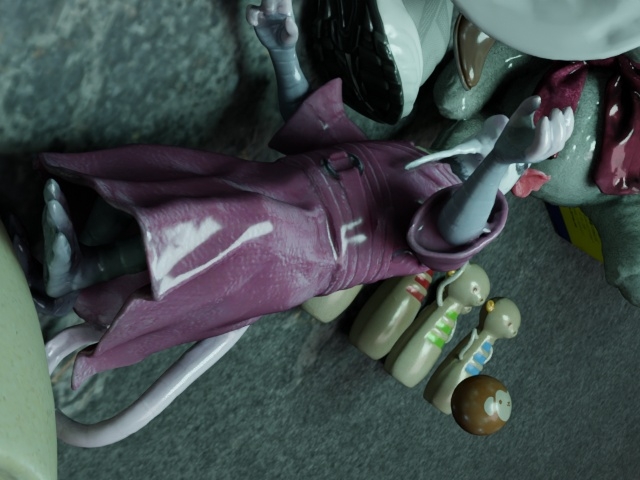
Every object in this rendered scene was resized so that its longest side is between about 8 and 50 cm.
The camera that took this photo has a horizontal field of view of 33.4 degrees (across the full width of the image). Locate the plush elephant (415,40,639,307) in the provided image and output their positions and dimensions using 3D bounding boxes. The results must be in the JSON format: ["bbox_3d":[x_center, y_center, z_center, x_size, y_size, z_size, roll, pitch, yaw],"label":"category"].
[{"bbox_3d":[0.251,-0.148,0.899,0.330,0.271,0.255,-59,173,-48],"label":"plush elephant"}]

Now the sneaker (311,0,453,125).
[{"bbox_3d":[0.045,-0.210,0.755,0.108,0.100,0.272,-47,151,-26],"label":"sneaker"}]

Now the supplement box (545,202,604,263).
[{"bbox_3d":[0.424,-0.035,1.100,0.194,0.356,0.195,-49,145,-8],"label":"supplement box"}]

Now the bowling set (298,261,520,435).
[{"bbox_3d":[0.129,0.077,1.002,0.154,0.200,0.287,-54,149,-2],"label":"bowling set"}]

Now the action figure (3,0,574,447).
[{"bbox_3d":[0.000,0.000,0.692,0.370,0.248,0.276,-10,123,-26],"label":"action figure"}]

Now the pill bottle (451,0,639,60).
[{"bbox_3d":[0.201,-0.282,0.728,0.176,0.176,0.319,80,31,-46],"label":"pill bottle"}]

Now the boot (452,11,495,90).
[{"bbox_3d":[0.161,-0.167,0.809,0.037,0.114,0.106,16,77,-63],"label":"boot"}]

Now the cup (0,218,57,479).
[{"bbox_3d":[-0.263,0.098,0.524,0.331,0.237,0.331,-30,138,-31],"label":"cup"}]
